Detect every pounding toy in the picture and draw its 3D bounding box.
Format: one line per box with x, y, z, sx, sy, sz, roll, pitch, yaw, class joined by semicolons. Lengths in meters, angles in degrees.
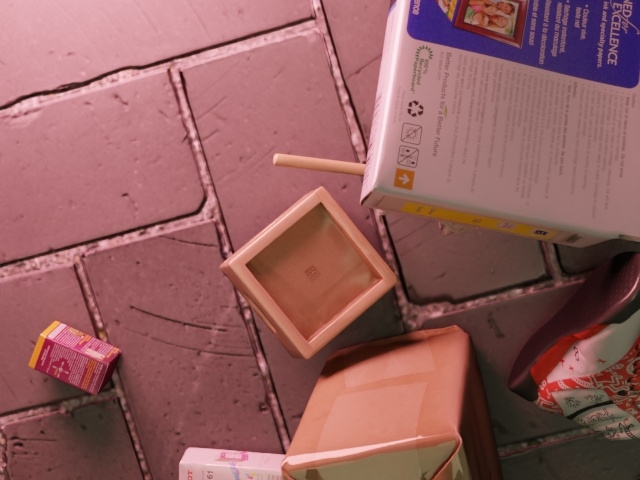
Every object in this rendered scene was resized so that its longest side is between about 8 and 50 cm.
-0.002;-0.011;1.456;0.206;0.094;0.181;-40;94;-11;pounding toy

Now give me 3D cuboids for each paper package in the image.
0.095;0.283;1.381;0.168;0.325;0.309;-11;101;10;paper package

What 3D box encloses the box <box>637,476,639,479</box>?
0.412;0.300;1.494;0.094;0.027;0.137;-25;97;11;box

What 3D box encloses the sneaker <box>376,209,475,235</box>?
0.173;-0.057;1.412;0.262;0.099;0.121;12;111;-6;sneaker

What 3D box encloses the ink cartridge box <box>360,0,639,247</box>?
0.210;-0.153;1.334;0.307;0.072;0.303;12;74;-11;ink cartridge box

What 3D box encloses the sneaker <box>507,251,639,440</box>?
0.306;0.112;1.381;0.145;0.090;0.270;28;146;-4;sneaker

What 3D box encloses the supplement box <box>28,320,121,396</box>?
-0.270;0.129;1.533;0.083;0.055;0.043;24;105;3;supplement box

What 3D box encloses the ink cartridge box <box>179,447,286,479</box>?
-0.095;0.282;1.543;0.122;0.052;0.088;4;103;8;ink cartridge box
